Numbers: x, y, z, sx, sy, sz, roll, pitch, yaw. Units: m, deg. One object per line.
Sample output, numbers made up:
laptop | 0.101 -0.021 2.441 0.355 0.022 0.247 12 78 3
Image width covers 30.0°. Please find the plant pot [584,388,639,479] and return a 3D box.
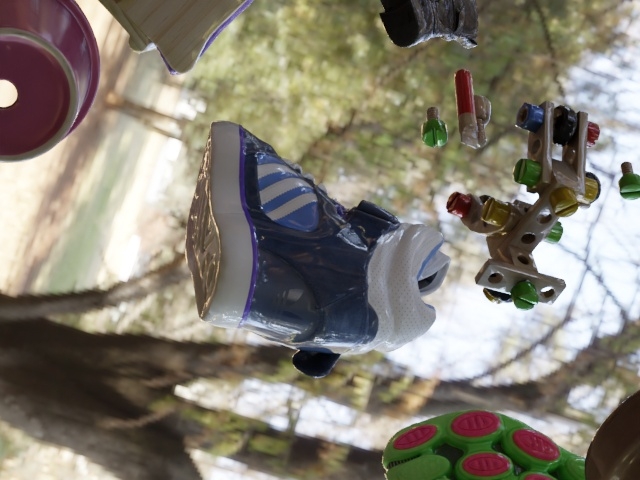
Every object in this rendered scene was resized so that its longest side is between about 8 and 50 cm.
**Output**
plant pot | 0.437 0.290 1.236 0.229 0.263 0.263 -107 -144 -50

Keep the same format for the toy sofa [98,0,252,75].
toy sofa | -0.118 -0.394 1.582 0.362 0.177 0.150 -43 -175 15

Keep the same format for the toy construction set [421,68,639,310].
toy construction set | 0.262 -0.052 1.605 0.257 0.309 0.237 -28 -141 28

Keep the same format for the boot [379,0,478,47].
boot | 0.176 -0.442 2.006 0.091 0.229 0.263 -5 -79 39

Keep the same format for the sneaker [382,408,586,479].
sneaker | 0.306 0.355 1.565 0.202 0.482 0.185 115 -15 -51

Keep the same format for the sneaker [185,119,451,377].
sneaker | 0.000 0.000 1.148 0.323 0.236 0.130 -105 -152 -60

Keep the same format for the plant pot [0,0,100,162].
plant pot | -0.310 -0.161 1.170 0.201 0.201 0.180 -68 -156 14
